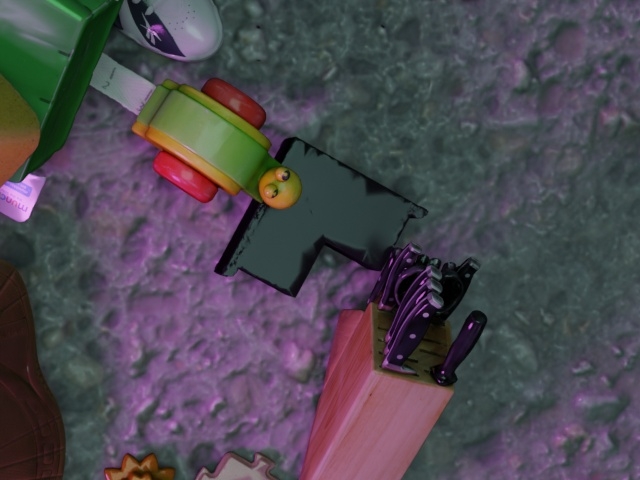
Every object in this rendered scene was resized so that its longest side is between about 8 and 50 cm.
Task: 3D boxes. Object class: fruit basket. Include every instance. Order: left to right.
[{"bbox_3d":[-0.367,-0.228,1.703,0.353,0.165,0.327,31,118,10],"label":"fruit basket"}]

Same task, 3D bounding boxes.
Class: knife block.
[{"bbox_3d":[0.074,0.142,1.781,0.088,0.242,0.276,15,86,-13],"label":"knife block"}]

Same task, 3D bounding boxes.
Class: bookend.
[{"bbox_3d":[0.000,0.000,1.854,0.157,0.072,0.156,28,86,-9],"label":"bookend"}]

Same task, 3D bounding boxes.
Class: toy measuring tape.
[{"bbox_3d":[-0.159,-0.131,1.764,0.330,0.121,0.121,33,86,6],"label":"toy measuring tape"}]

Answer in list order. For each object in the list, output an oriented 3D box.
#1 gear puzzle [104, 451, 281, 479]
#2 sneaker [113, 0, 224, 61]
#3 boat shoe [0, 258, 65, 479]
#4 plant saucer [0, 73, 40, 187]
[{"bbox_3d":[-0.071,0.313,1.866,0.339,0.044,0.175,32,86,-9],"label":"gear puzzle"},{"bbox_3d":[-0.182,-0.267,1.772,0.094,0.153,0.235,-39,98,-5],"label":"sneaker"},{"bbox_3d":[-0.322,0.155,1.806,0.104,0.089,0.285,-9,97,-36],"label":"boat shoe"},{"bbox_3d":[-0.461,-0.111,1.650,0.333,0.081,0.333,49,120,3],"label":"plant saucer"}]
